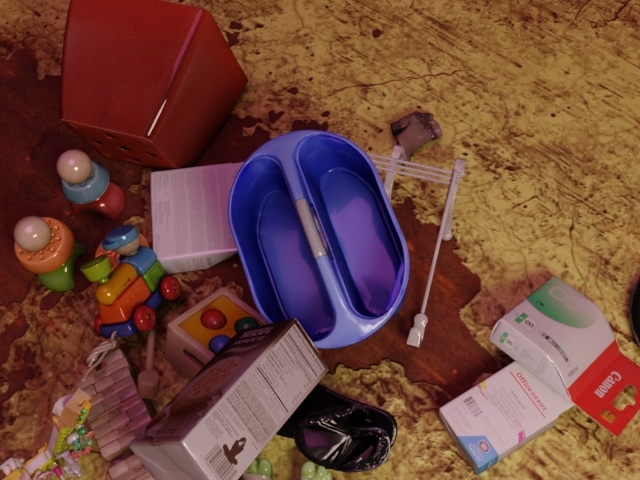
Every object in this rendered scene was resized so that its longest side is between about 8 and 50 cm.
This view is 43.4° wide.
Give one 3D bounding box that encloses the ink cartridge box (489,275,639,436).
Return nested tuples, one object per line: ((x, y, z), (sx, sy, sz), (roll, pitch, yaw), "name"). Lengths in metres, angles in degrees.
((0.392, 0.164, 1.205), (0.224, 0.056, 0.181), (37, 41, 25), "ink cartridge box")

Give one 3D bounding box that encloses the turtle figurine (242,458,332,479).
((-0.085, 0.374, 1.072), (0.197, 0.266, 0.275), (-33, 102, 24), "turtle figurine")

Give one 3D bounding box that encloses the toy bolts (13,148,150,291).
((-0.408, -0.043, 1.403), (0.218, 0.158, 0.229), (3, 63, 9), "toy bolts")

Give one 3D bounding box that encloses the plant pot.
((-0.320, -0.272, 1.468), (0.267, 0.267, 0.236), (14, 76, 14), "plant pot")

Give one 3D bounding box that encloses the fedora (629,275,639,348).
((0.644, 0.094, 1.198), (0.333, 0.153, 0.334), (-3, 63, 6), "fedora")

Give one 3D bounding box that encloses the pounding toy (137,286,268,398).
((-0.200, 0.163, 1.260), (0.181, 0.094, 0.206), (34, 44, 22), "pounding toy")

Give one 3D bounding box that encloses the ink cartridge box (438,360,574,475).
((0.281, 0.257, 1.211), (0.181, 0.062, 0.104), (-30, 62, -8), "ink cartridge box")

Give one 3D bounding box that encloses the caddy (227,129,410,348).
((0.000, 0.000, 1.228), (0.241, 0.179, 0.342), (-22, 74, 6), "caddy")

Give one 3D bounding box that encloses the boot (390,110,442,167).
((0.180, -0.187, 1.469), (0.086, 0.042, 0.119), (-11, 62, -1), "boot")

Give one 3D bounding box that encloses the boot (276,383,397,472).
((-0.010, 0.259, 1.160), (0.246, 0.207, 0.094), (13, 84, 13), "boot")

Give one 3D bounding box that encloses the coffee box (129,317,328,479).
((-0.121, 0.226, 1.102), (0.141, 0.098, 0.246), (-17, 21, 46), "coffee box")

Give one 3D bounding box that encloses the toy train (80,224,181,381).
((-0.335, 0.089, 1.276), (0.105, 0.144, 0.248), (-10, 26, 28), "toy train")

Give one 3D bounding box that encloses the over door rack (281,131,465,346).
((0.093, -0.003, 1.359), (0.239, 0.108, 0.325), (13, 79, 14), "over door rack")

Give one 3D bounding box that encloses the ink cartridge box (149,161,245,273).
((-0.186, -0.046, 1.442), (0.232, 0.066, 0.189), (-6, 61, -5), "ink cartridge box")

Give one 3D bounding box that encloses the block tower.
((-0.271, 0.336, 1.226), (0.097, 0.091, 0.336), (-27, 62, -8), "block tower")

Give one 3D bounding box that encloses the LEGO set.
((-0.404, 0.351, 1.212), (0.287, 0.132, 0.107), (-44, 69, 10), "LEGO set")
